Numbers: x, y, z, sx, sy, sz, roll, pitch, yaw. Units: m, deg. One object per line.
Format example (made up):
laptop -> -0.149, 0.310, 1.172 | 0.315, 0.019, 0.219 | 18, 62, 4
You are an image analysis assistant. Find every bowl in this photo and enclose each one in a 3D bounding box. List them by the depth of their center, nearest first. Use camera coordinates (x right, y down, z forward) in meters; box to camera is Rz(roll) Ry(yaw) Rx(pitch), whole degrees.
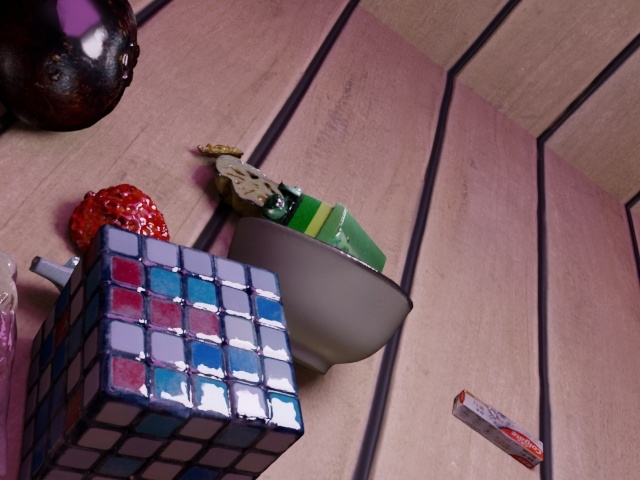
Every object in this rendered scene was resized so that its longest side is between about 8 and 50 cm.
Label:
bowl -> -0.029, 0.120, 1.482 | 0.354, 0.354, 0.185 | 30, 78, -16

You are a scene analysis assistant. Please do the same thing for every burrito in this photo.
burrito -> -0.483, 0.150, 1.151 | 0.117, 0.076, 0.392 | 16, 41, -31

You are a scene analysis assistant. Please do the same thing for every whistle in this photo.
whistle -> -0.335, 0.093, 1.331 | 0.274, 0.093, 0.186 | 30, -9, -31

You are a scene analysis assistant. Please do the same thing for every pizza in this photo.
pizza -> -0.201, -0.196, 1.823 | 0.123, 0.109, 0.026 | 10, 83, -50

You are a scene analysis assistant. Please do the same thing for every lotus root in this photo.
lotus root -> -0.154, -0.091, 1.768 | 0.204, 0.078, 0.183 | 27, 23, -26

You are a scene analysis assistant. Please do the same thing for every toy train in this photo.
toy train -> 0.000, 0.000, 1.660 | 0.202, 0.120, 0.301 | 27, -10, 30

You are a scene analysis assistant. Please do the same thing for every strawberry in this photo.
strawberry -> -0.326, -0.009, 1.465 | 0.190, 0.111, 0.236 | -8, 57, -52

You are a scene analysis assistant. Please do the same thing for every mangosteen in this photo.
mangosteen -> -0.498, -0.363, 1.543 | 0.330, 0.330, 0.330 | 26, 36, -21

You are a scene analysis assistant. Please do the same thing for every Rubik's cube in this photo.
Rubik's cube -> -0.227, 0.198, 1.158 | 0.292, 0.293, 0.286 | 17, 40, -28

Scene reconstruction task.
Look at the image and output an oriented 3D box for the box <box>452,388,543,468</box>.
box -> 0.377, 0.399, 1.754 | 0.218, 0.039, 0.055 | 36, 32, -6
